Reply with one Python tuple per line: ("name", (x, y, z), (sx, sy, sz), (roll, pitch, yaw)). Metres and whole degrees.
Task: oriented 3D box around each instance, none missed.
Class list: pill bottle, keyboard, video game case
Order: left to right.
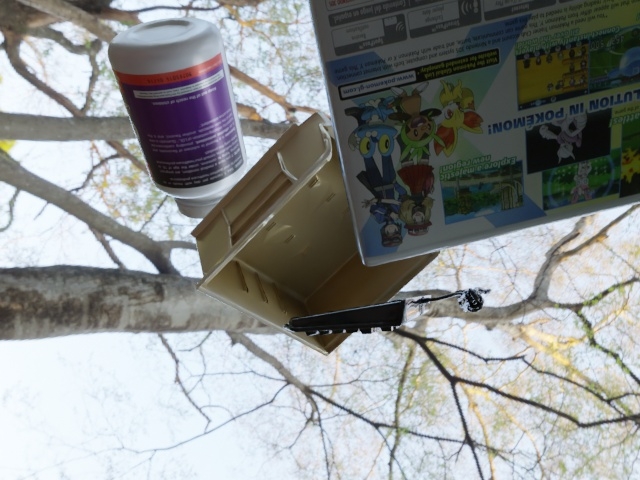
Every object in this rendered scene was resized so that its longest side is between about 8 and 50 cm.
("pill bottle", (-0.232, -0.202, 0.902), (0.181, 0.181, 0.323), (20, -44, 29))
("keyboard", (0.099, 0.082, 0.598), (0.201, 0.317, 0.033), (-12, -98, 15))
("video game case", (0.163, -0.150, 0.378), (0.329, 0.036, 0.300), (-13, -65, 0))

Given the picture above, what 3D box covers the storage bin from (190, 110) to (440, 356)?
("storage bin", (0.000, 0.000, 0.743), (0.260, 0.262, 0.123), (-44, -141, 13))
